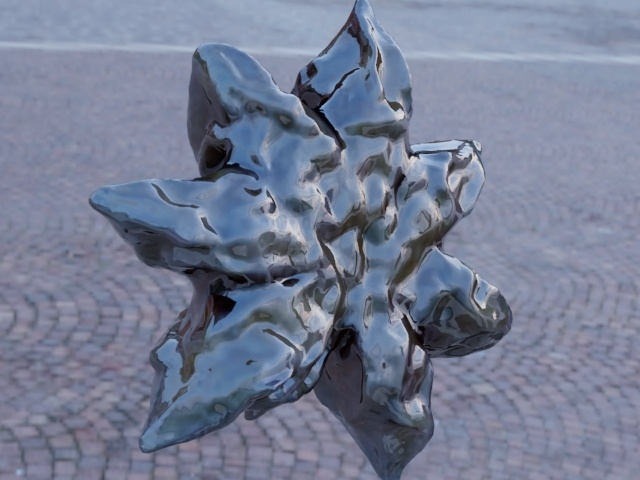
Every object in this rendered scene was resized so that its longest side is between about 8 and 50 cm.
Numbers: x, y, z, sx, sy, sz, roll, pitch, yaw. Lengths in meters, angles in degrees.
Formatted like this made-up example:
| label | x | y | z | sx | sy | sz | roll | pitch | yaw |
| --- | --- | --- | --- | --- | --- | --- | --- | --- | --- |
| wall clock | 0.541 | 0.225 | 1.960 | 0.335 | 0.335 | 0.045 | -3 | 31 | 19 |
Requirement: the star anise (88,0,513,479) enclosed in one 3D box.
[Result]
| label | x | y | z | sx | sy | sz | roll | pitch | yaw |
| --- | --- | --- | --- | --- | --- | --- | --- | --- | --- |
| star anise | -0.002 | 0.019 | 0.709 | 0.108 | 0.315 | 0.315 | -5 | 5 | 45 |
